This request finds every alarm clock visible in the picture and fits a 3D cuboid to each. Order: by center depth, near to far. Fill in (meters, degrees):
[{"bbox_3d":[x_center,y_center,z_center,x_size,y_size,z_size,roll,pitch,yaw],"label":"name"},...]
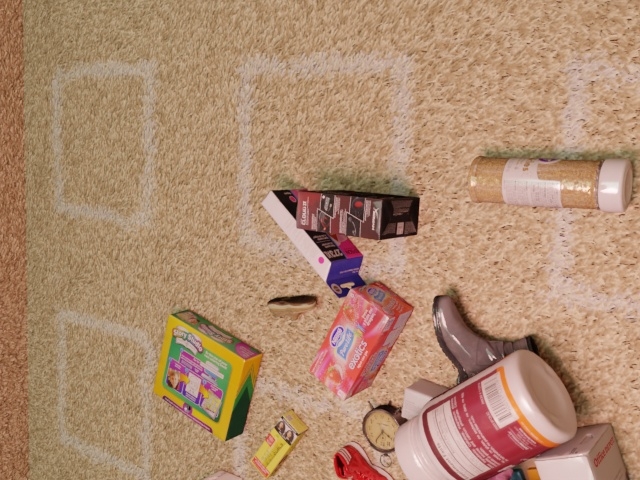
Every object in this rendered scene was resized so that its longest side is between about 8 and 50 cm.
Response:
[{"bbox_3d":[0.188,0.558,1.937,0.130,0.064,0.191,4,95,34],"label":"alarm clock"}]

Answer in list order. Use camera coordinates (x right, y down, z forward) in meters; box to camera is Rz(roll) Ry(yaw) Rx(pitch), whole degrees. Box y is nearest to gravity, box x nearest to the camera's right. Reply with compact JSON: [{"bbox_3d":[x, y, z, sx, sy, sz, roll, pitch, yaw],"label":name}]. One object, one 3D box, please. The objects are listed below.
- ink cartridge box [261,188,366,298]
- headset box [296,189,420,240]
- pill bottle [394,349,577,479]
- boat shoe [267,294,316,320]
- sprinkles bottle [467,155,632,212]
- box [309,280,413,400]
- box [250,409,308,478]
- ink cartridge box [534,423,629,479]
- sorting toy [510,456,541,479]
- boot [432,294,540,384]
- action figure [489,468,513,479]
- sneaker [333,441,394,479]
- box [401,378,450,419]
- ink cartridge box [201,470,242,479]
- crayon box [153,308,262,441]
[{"bbox_3d":[0.000,0.000,1.937,0.069,0.176,0.370,-48,69,28],"label":"ink cartridge box"},{"bbox_3d":[0.090,-0.076,1.840,0.293,0.218,0.110,9,99,34],"label":"headset box"},{"bbox_3d":[0.379,0.443,1.601,0.392,0.224,0.224,-40,73,31],"label":"pill bottle"},{"bbox_3d":[-0.082,0.214,2.095,0.190,0.068,0.072,-5,104,45],"label":"boat shoe"},{"bbox_3d":[0.532,-0.135,1.583,0.356,0.121,0.121,6,99,34],"label":"sprinkles bottle"},{"bbox_3d":[0.115,0.280,1.905,0.142,0.154,0.299,37,116,27],"label":"box"},{"bbox_3d":[-0.134,0.659,2.177,0.087,0.058,0.232,44,118,22],"label":"box"},{"bbox_3d":[0.626,0.605,1.538,0.129,0.223,0.307,-21,83,35],"label":"ink cartridge box"},{"bbox_3d":[0.545,0.651,1.713,0.208,0.038,0.192,-22,82,34],"label":"sorting toy"},{"bbox_3d":[0.435,0.270,1.714,0.223,0.118,0.338,-21,96,32],"label":"boot"},{"bbox_3d":[0.405,0.658,1.650,0.370,0.276,0.247,-46,61,52],"label":"action figure"},{"bbox_3d":[0.120,0.696,1.960,0.221,0.128,0.087,39,115,26],"label":"sneaker"},{"bbox_3d":[0.290,0.441,1.829,0.101,0.102,0.087,14,105,34],"label":"box"},{"bbox_3d":[-0.356,0.933,2.293,0.100,0.172,0.237,5,98,34],"label":"ink cartridge box"},{"bbox_3d":[-0.391,0.453,2.306,0.363,0.106,0.312,25,108,30],"label":"crayon box"}]
